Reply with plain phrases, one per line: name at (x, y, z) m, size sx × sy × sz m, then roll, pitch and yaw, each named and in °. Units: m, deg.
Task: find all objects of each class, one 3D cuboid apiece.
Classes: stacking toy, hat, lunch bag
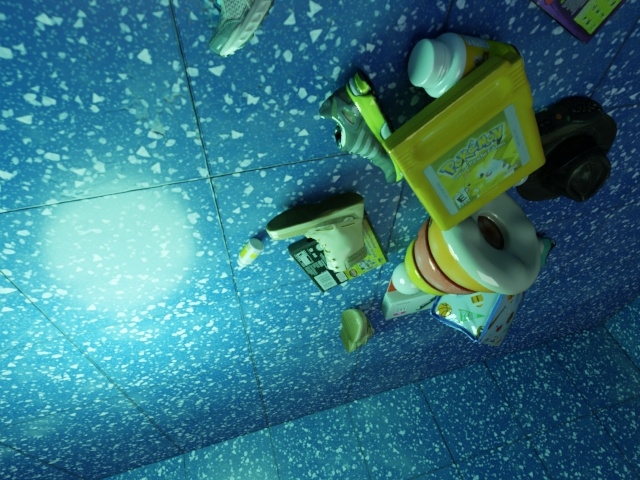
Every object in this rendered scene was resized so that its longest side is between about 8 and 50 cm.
stacking toy at (0.376, 0.064, 1.254) m, size 0.350 × 0.351 × 0.480 m, roll 3°, pitch 153°, yaw -29°
hat at (0.762, -0.200, 1.200) m, size 0.330 × 0.134 × 0.332 m, roll -14°, pitch 142°, yaw -11°
lunch bag at (0.592, 0.150, 1.431) m, size 0.327 × 0.238 × 0.386 m, roll 22°, pitch 96°, yaw -54°

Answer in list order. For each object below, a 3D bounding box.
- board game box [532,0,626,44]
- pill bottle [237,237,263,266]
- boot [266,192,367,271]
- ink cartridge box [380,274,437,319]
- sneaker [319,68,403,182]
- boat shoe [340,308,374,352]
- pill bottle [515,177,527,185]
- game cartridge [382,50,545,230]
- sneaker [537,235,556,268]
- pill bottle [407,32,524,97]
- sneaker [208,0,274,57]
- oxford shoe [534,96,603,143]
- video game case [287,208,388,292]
board game box at (0.566, -0.561, 0.726) m, size 0.208 × 0.056 × 0.347 m, roll 5°, pitch 136°, yaw -37°
pill bottle at (-0.193, 0.035, 1.099) m, size 0.043 × 0.044 × 0.083 m, roll 15°, pitch 130°, yaw -39°
boot at (0.000, 0.000, 1.071) m, size 0.261 × 0.095 × 0.204 m, roll -19°, pitch 126°, yaw -13°
ink cartridge box at (0.387, 0.197, 1.574) m, size 0.274 × 0.060 × 0.239 m, roll -11°, pitch 143°, yaw -13°
sneaker at (0.099, -0.226, 0.884) m, size 0.121 × 0.111 × 0.300 m, roll -21°, pitch 140°, yaw 18°
boat shoe at (0.151, 0.345, 1.604) m, size 0.110 × 0.122 × 0.341 m, roll -18°, pitch 154°, yaw -12°
pill bottle at (0.504, -0.205, 1.104) m, size 0.160 × 0.087 × 0.087 m, roll 19°, pitch 128°, yaw -41°
game cartridge at (0.317, -0.185, 0.851) m, size 0.285 × 0.053 × 0.323 m, roll -37°, pitch 138°, yaw 13°
sneaker at (0.834, 0.103, 1.632) m, size 0.120 × 0.108 × 0.302 m, roll -1°, pitch 138°, yaw -18°
pill bottle at (0.285, -0.340, 0.802) m, size 0.214 × 0.117 × 0.117 m, roll -3°, pitch 140°, yaw -23°
sneaker at (-0.104, -0.404, 0.571) m, size 0.122 × 0.110 × 0.283 m, roll 26°, pitch 122°, yaw -23°
oxford shoe at (0.622, -0.308, 1.057) m, size 0.226 × 0.083 × 0.096 m, roll -18°, pitch 163°, yaw -4°
video game case at (0.064, 0.043, 1.243) m, size 0.248 × 0.035 × 0.275 m, roll -26°, pitch 142°, yaw 7°
